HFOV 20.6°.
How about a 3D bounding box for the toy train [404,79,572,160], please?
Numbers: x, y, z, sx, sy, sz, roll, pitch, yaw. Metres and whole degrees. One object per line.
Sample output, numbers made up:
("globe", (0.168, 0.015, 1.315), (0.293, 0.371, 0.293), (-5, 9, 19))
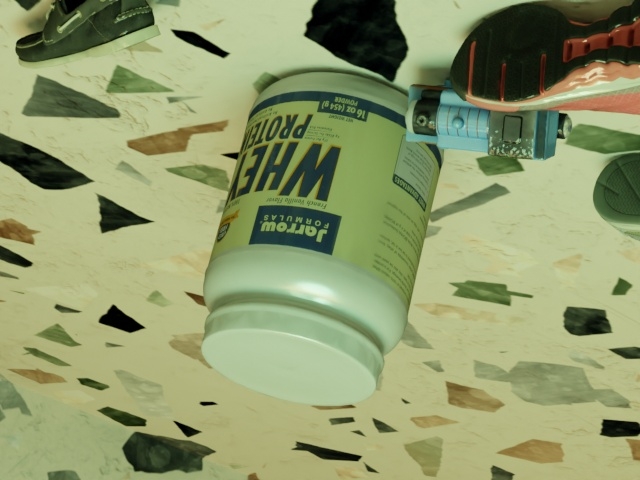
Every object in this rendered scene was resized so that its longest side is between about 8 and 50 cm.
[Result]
("toy train", (0.174, -0.129, 1.890), (0.184, 0.080, 0.105), (8, -170, 19))

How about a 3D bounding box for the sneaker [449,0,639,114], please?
("sneaker", (0.281, -0.162, 1.767), (0.314, 0.116, 0.136), (-4, 151, 33))

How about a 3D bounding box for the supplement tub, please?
("supplement tub", (0.000, 0.000, 1.994), (0.235, 0.324, 0.235), (11, 154, 6))

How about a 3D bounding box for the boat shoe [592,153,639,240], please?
("boat shoe", (0.465, -0.029, 1.953), (0.320, 0.118, 0.103), (4, 159, 29))

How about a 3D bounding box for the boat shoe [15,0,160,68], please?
("boat shoe", (-0.266, -0.241, 1.956), (0.233, 0.084, 0.079), (-7, 110, 49))
